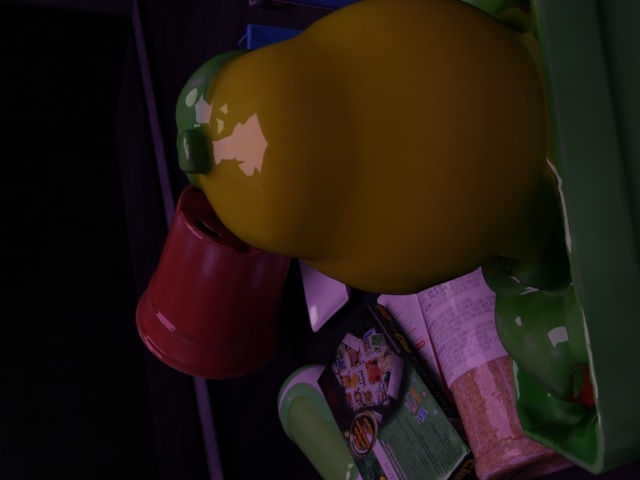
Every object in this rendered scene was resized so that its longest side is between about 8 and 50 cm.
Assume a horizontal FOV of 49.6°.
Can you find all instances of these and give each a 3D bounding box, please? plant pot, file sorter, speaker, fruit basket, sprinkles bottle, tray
[{"bbox_3d":[-0.168,0.050,1.206,0.272,0.272,0.265,-116,35,-43],"label":"plant pot"},{"bbox_3d":[-0.082,-0.273,1.211,0.104,0.118,0.171,177,93,-68],"label":"file sorter"},{"bbox_3d":[0.044,0.273,0.924,0.296,0.131,0.131,-150,63,-62],"label":"speaker"},{"bbox_3d":[0.109,-0.047,0.447,0.283,0.391,0.393,58,-154,-78],"label":"fruit basket"},{"bbox_3d":[0.155,0.048,0.687,0.121,0.121,0.356,123,140,-50],"label":"sprinkles bottle"},{"bbox_3d":[0.000,0.000,1.133,0.145,0.030,0.271,130,135,-53],"label":"tray"}]

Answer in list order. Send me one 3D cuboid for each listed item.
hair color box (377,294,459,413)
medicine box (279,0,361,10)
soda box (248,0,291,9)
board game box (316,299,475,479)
[{"bbox_3d":[0.127,0.126,0.830,0.093,0.053,0.167,127,138,-53],"label":"hair color box"},{"bbox_3d":[-0.043,-0.478,0.940,0.149,0.263,0.290,-131,46,-61],"label":"medicine box"},{"bbox_3d":[-0.076,-0.461,1.263,0.169,0.060,0.053,-158,69,-63],"label":"soda box"},{"bbox_3d":[0.076,0.193,0.777,0.136,0.030,0.260,-56,31,16],"label":"board game box"}]
